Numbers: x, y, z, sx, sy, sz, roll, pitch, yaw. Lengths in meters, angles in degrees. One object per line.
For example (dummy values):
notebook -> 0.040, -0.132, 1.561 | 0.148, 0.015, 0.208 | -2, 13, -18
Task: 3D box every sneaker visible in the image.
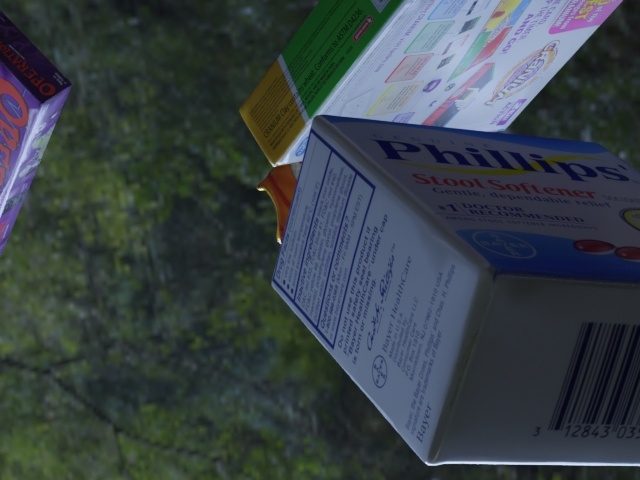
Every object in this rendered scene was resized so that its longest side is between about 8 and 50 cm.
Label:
sneaker -> 0.000, 0.000, 1.565 | 0.067, 0.064, 0.175 | -43, -124, 22

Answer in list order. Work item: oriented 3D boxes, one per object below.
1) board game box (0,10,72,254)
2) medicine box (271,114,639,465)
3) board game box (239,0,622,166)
board game box -> -0.371, -0.119, 1.696 | 0.208, 0.347, 0.056 | 42, -128, 6
medicine box -> 0.146, 0.033, 1.227 | 0.264, 0.149, 0.289 | 4, -157, -26
board game box -> 0.114, -0.178, 1.468 | 0.317, 0.242, 0.064 | -11, -119, -45
